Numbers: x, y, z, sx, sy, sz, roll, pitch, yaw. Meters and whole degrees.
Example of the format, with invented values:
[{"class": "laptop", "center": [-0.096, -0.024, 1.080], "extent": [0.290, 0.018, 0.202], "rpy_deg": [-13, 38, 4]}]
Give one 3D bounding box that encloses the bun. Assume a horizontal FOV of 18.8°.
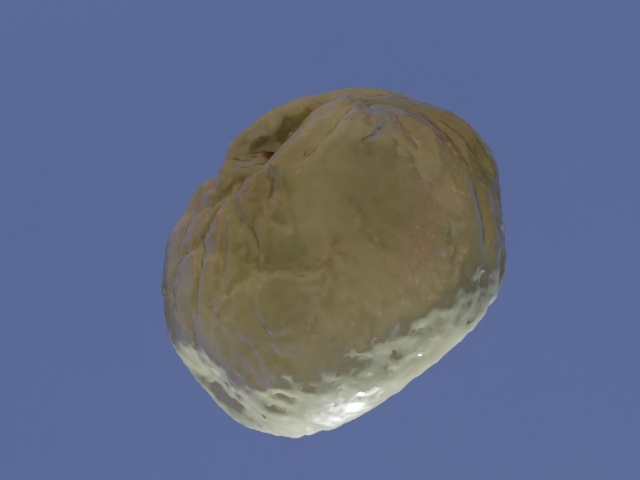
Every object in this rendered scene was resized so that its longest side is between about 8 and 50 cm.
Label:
[{"class": "bun", "center": [0.000, 0.000, 0.551], "extent": [0.115, 0.069, 0.115], "rpy_deg": [-35, -159, 15]}]
